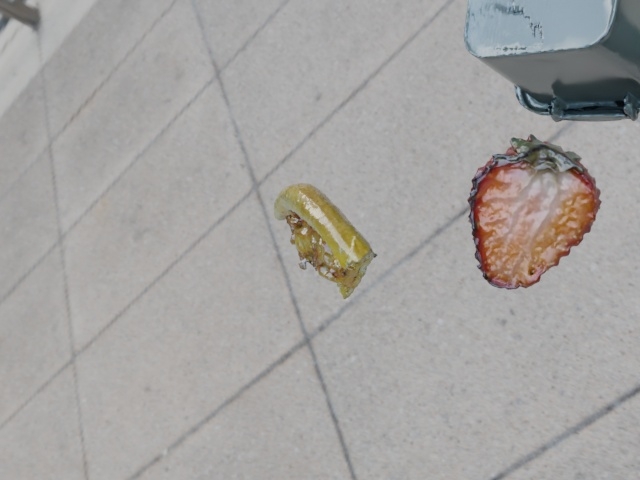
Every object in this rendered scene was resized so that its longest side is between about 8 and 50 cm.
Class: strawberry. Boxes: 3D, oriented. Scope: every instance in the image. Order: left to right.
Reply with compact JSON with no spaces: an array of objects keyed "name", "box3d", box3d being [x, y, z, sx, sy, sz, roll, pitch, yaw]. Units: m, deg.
[{"name":"strawberry","box3d":[0.313,-0.046,1.244,0.111,0.190,0.236,-62,-11,-62]}]

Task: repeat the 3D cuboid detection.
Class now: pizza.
[{"name":"pizza","box3d":[-0.002,-0.006,1.051,0.056,0.134,0.271,-19,33,-17]}]

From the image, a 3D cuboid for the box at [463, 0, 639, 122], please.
[{"name":"box","box3d":[0.211,-0.225,0.647,0.163,0.135,0.243,8,89,43]}]
